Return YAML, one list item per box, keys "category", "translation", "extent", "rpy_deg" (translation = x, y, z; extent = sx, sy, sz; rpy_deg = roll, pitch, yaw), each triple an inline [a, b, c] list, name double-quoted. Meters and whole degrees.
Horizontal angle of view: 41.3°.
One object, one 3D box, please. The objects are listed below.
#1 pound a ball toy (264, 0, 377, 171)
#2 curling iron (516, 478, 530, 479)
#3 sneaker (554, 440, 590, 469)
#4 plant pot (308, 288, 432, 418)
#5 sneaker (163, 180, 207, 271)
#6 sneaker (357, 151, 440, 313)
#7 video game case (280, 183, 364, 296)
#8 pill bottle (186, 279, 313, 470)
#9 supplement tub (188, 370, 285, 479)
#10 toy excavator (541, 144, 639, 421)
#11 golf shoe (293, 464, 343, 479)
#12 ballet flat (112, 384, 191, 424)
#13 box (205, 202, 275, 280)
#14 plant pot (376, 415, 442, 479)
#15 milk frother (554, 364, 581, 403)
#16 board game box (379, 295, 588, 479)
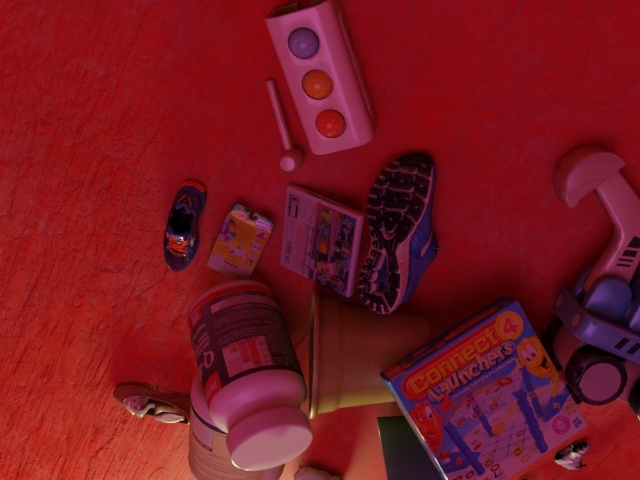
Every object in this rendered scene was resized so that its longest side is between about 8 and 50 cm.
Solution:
- category: "pound a ball toy"
  translation: [-0.027, -0.276, 1.591]
  extent: [0.208, 0.135, 0.319]
  rpy_deg: [-11, 118, 17]
- category: "curling iron"
  translation: [0.552, 0.683, 2.115]
  extent: [0.068, 0.035, 0.274]
  rpy_deg: [-9, 126, 41]
- category: "sneaker"
  translation: [0.607, 0.510, 1.996]
  extent: [0.069, 0.038, 0.098]
  rpy_deg: [40, 130, -15]
- category: "plant pot"
  translation: [0.105, 0.245, 1.829]
  extent: [0.254, 0.276, 0.276]
  rpy_deg: [1, 122, -3]
- category: "sneaker"
  translation: [-0.305, -0.020, 1.833]
  extent: [0.083, 0.087, 0.221]
  rpy_deg: [15, 123, 3]
- category: "sneaker"
  translation: [0.170, -0.020, 1.724]
  extent: [0.130, 0.147, 0.330]
  rpy_deg: [23, 109, 30]
- category: "video game case"
  translation: [0.000, 0.000, 1.779]
  extent: [0.183, 0.023, 0.201]
  rpy_deg: [25, 126, 26]
- category: "pill bottle"
  translation: [-0.148, 0.279, 1.795]
  extent: [0.210, 0.363, 0.210]
  rpy_deg: [-13, 141, -11]
- category: "supplement tub"
  translation: [-0.193, 0.459, 2.014]
  extent: [0.235, 0.235, 0.324]
  rpy_deg: [11, 122, 5]
- category: "toy excavator"
  translation: [0.586, 0.085, 1.661]
  extent: [0.433, 0.222, 0.445]
  rpy_deg: [23, 103, -8]
- category: "golf shoe"
  translation: [-0.053, 0.704, 2.218]
  extent: [0.140, 0.115, 0.306]
  rpy_deg: [29, 115, 4]
- category: "ballet flat"
  translation: [-0.420, 0.413, 2.129]
  extent: [0.232, 0.073, 0.080]
  rpy_deg: [6, 121, 8]
- category: "box"
  translation: [-0.171, 0.000, 1.845]
  extent: [0.105, 0.043, 0.179]
  rpy_deg: [26, 125, -4]
- category: "plant pot"
  translation: [0.268, 0.530, 1.942]
  extent: [0.235, 0.293, 0.293]
  rpy_deg: [-10, 119, 2]
- category: "milk frother"
  translation: [0.494, 0.329, 1.879]
  extent: [0.135, 0.129, 0.143]
  rpy_deg: [15, 164, 44]
- category: "board game box"
  translation: [0.328, 0.319, 1.710]
  extent: [0.308, 0.086, 0.302]
  rpy_deg: [-32, 97, -6]
